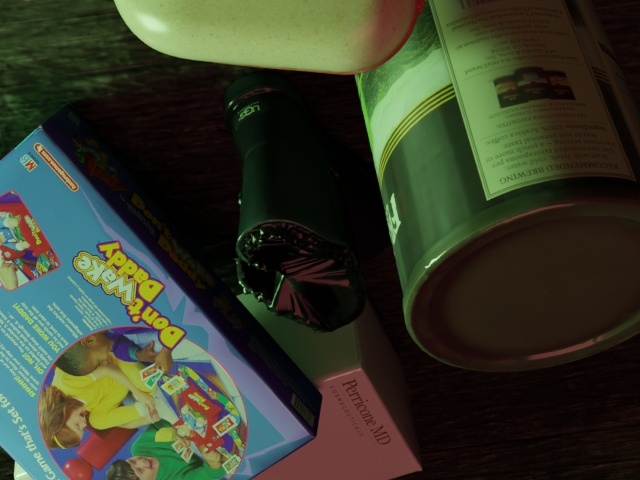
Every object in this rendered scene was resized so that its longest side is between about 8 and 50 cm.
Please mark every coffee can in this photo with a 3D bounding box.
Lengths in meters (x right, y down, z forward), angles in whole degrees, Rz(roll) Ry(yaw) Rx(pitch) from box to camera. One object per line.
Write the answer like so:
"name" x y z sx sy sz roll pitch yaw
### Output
"coffee can" 0.138 -0.071 0.854 0.202 0.275 0.201 -6 143 -5

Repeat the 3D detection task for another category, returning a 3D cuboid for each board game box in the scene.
"board game box" -0.197 0.091 1.002 0.233 0.078 0.347 -36 104 16

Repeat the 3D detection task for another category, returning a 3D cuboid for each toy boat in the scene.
"toy boat" -0.031 -0.199 0.817 0.231 0.151 0.151 8 99 13

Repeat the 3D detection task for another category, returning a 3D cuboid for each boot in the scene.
"boot" 0.000 0.000 0.971 0.094 0.207 0.246 -25 135 16

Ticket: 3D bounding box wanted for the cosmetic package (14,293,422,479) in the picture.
"cosmetic package" -0.102 0.181 1.184 0.366 0.155 0.197 -19 133 13
